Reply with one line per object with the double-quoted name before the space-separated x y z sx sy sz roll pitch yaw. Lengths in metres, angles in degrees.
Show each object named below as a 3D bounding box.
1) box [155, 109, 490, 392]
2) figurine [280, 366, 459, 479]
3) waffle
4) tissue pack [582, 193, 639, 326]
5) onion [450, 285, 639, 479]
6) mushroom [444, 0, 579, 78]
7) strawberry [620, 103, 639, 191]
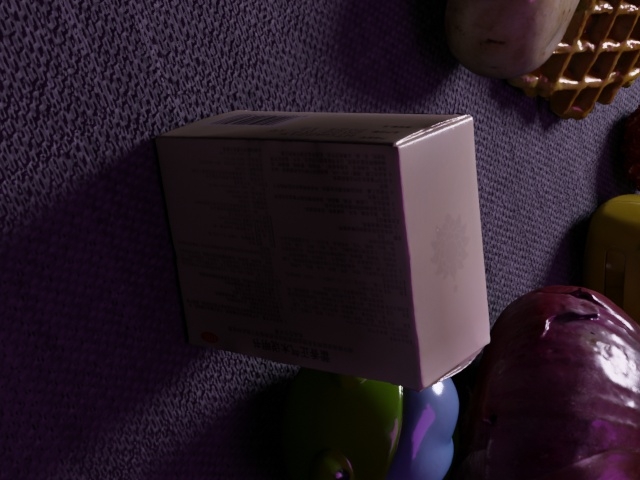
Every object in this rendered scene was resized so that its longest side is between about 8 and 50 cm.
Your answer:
"box" 0.000 0.000 0.733 0.095 0.212 0.168 -23 113 -48
"figurine" 0.054 0.166 0.897 0.263 0.143 0.162 39 65 -65
"waffle" 0.324 -0.267 1.129 0.301 0.058 0.281 -55 145 10
"tissue pack" 0.382 0.039 1.278 0.127 0.123 0.178 -25 119 -48
"onion" 0.269 0.216 1.020 0.347 0.285 0.347 0 90 -75
"mushroom" 0.175 -0.233 0.990 0.166 0.127 0.166 -43 150 -33
"strawberry" 0.441 -0.115 1.359 0.145 0.086 0.145 -7 99 -51
